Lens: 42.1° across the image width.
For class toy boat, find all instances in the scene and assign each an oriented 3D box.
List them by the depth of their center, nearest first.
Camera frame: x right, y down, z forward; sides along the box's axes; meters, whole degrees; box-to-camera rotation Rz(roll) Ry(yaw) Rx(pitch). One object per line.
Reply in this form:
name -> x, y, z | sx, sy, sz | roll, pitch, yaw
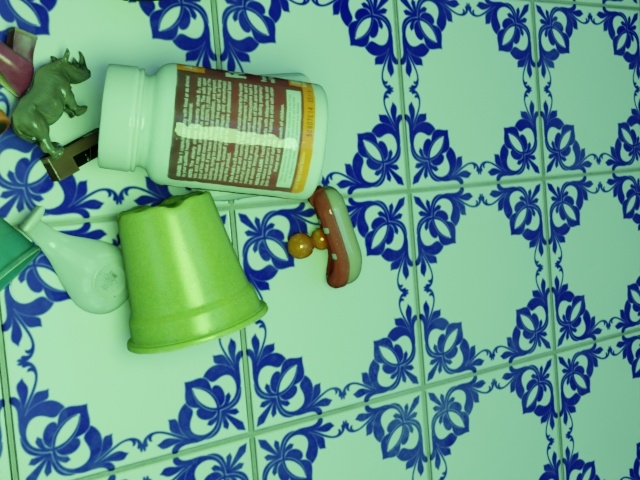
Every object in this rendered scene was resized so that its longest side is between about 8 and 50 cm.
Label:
toy boat -> 0.000, 0.000, 1.855 | 0.151, 0.151, 0.231 | -19, 102, -2

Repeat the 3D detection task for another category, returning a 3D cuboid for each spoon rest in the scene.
spoon rest -> -0.458, 0.033, 1.570 | 0.137, 0.084, 0.276 | -56, 132, -19

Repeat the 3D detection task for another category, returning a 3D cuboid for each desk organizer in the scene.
desk organizer -> -0.458, -0.163, 1.575 | 0.130, 0.047, 0.050 | -36, 112, -29

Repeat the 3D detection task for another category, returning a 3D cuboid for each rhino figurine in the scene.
rhino figurine -> -0.484, -0.264, 1.526 | 0.106, 0.073, 0.243 | 41, 50, -33

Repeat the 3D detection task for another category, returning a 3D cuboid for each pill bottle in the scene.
pill bottle -> -0.199, -0.204, 1.531 | 0.392, 0.224, 0.224 | 6, 87, -13

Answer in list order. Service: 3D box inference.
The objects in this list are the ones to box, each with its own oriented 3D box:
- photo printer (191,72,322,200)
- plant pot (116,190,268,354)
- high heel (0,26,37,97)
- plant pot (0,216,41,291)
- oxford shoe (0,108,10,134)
photo printer -> -0.153, -0.218, 1.747 | 0.308, 0.107, 0.256 | -10, 96, -34
plant pot -> -0.265, 0.047, 1.575 | 0.276, 0.276, 0.253 | -21, 101, -33
high heel -> -0.620, -0.336, 1.449 | 0.244, 0.082, 0.117 | 14, 85, -41
plant pot -> -0.644, 0.017, 1.336 | 0.255, 0.272, 0.271 | 47, 65, -9
oxford shoe -> -0.677, -0.186, 1.413 | 0.271, 0.097, 0.098 | -28, 83, -32
